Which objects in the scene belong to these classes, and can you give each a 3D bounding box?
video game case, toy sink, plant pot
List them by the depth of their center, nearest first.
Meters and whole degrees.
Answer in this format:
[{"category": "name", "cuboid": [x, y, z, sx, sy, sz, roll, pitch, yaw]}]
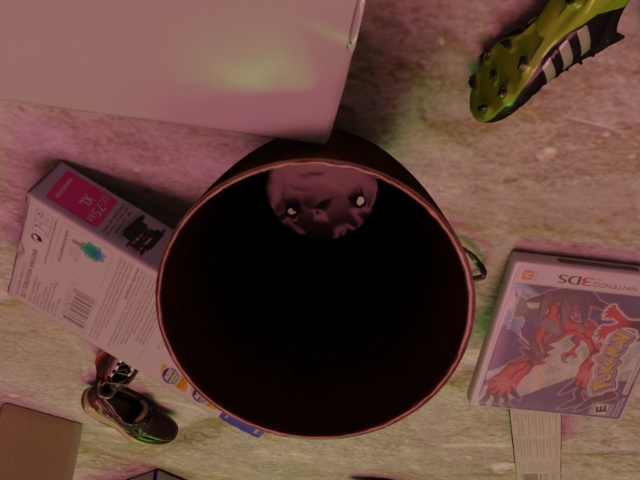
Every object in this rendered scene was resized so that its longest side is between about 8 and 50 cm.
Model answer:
[{"category": "plant pot", "cuboid": [0.000, 0.000, 0.698, 0.215, 0.230, 0.215, 1, 114, 2]}, {"category": "video game case", "cuboid": [0.272, 0.109, 0.968, 0.183, 0.023, 0.201, 7, 122, -6]}, {"category": "toy sink", "cuboid": [-0.468, 0.362, 1.310, 0.131, 0.153, 0.234, 23, 140, -26]}]

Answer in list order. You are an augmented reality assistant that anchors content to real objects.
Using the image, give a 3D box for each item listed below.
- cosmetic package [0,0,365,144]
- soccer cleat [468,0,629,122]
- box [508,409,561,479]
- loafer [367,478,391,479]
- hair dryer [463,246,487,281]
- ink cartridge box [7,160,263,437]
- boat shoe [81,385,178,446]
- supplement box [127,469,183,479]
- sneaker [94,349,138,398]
[{"category": "cosmetic package", "cuboid": [-0.160, -0.201, 0.518, 0.385, 0.156, 0.217, 7, 144, -8]}, {"category": "soccer cleat", "cuboid": [0.177, -0.145, 0.658, 0.072, 0.060, 0.179, 6, 145, -27]}, {"category": "box", "cuboid": [0.281, 0.234, 1.165, 0.067, 0.063, 0.324, -8, 143, 11]}, {"category": "loafer", "cuboid": [0.122, 0.431, 1.451, 0.170, 0.062, 0.061, 13, 147, -13]}, {"category": "hair dryer", "cuboid": [0.004, 0.036, 0.926, 0.293, 0.080, 0.223, 18, 125, -29]}, {"category": "ink cartridge box", "cuboid": [-0.155, 0.070, 0.883, 0.311, 0.065, 0.186, 33, 140, -2]}, {"category": "boat shoe", "cuboid": [-0.252, 0.239, 1.209, 0.152, 0.056, 0.049, 31, 140, -34]}, {"category": "supplement box", "cuboid": [-0.310, 0.477, 1.492, 0.220, 0.114, 0.111, -26, 136, 32]}, {"category": "sneaker", "cuboid": [-0.234, 0.148, 1.074, 0.061, 0.065, 0.158, 17, 142, -19]}]
